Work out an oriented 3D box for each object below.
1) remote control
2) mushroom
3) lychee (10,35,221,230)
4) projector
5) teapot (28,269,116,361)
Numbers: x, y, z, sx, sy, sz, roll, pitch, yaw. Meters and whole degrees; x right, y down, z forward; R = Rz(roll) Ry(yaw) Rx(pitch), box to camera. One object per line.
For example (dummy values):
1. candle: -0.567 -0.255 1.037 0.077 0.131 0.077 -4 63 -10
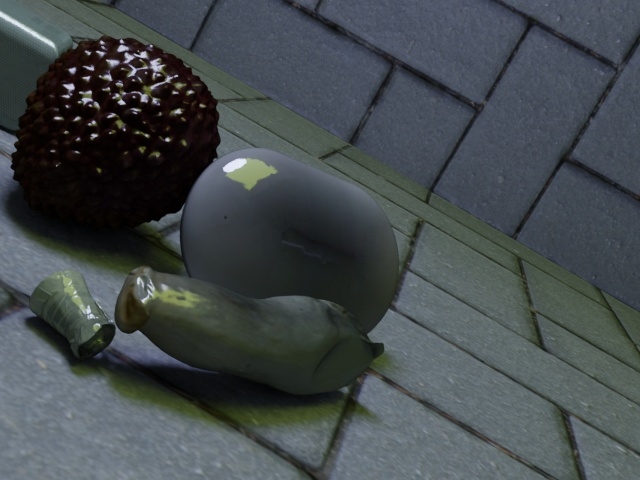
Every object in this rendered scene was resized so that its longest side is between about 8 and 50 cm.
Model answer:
1. remote control: -0.029 0.011 1.127 0.332 0.221 0.103 21 -18 -35
2. mushroom: -0.064 0.098 0.918 0.351 0.097 0.109 20 33 -50
3. lychee: -0.260 -0.120 1.090 0.271 0.271 0.271 28 13 -7
4. projector: -0.507 -0.290 1.315 0.242 0.163 0.177 28 12 -17
5. teapot: -0.222 0.072 0.817 0.083 0.057 0.067 46 23 29
